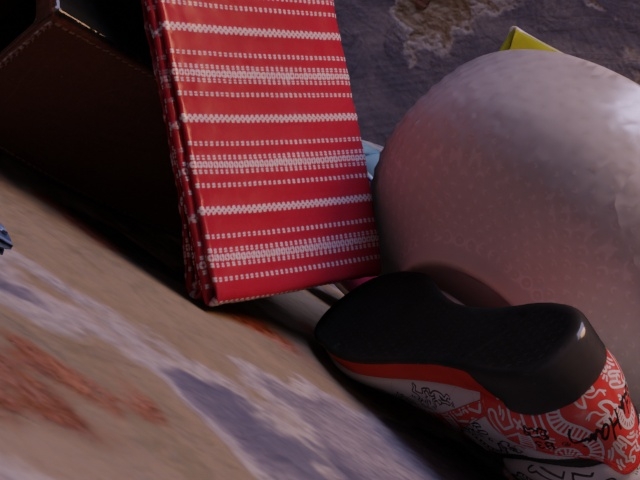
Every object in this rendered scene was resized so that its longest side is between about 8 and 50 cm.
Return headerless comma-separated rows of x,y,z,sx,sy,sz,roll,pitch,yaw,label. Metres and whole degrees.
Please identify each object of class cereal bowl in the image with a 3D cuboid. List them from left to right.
0.157,0.040,1.023,0.339,0.141,0.339,35,-34,28,cereal bowl

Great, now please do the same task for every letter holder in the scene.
-0.153,-0.093,1.063,0.302,0.214,0.152,27,38,-41,letter holder

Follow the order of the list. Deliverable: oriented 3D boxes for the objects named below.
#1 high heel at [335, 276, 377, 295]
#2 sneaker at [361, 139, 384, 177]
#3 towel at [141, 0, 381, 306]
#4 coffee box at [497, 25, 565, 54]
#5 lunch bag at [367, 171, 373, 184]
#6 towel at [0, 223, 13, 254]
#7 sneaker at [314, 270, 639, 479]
0.184,0.051,1.299,0.377,0.181,0.127,30,5,-16,high heel
-0.029,-0.104,1.945,0.150,0.135,0.366,18,4,-37,sneaker
-0.043,-0.100,0.973,0.031,0.275,0.199,-13,-3,38,towel
0.322,0.004,1.680,0.337,0.338,0.334,34,6,27,coffee box
-0.015,-0.061,1.344,0.151,0.096,0.129,17,13,-34,lunch bag
-0.196,-0.023,0.634,0.067,0.029,0.119,34,6,33,towel
0.105,0.106,0.931,0.145,0.090,0.270,56,-23,-22,sneaker
